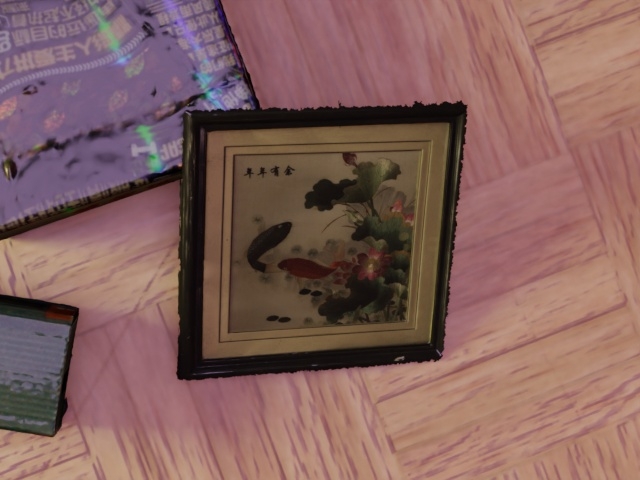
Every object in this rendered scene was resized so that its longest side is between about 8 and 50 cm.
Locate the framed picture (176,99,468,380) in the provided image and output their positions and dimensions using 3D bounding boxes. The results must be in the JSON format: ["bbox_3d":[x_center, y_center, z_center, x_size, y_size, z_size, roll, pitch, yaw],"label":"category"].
[{"bbox_3d":[0.000,0.000,0.992,0.195,0.010,0.199,-3,113,-15],"label":"framed picture"}]

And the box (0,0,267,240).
[{"bbox_3d":[-0.179,-0.177,0.986,0.198,0.084,0.310,-20,90,-8],"label":"box"}]

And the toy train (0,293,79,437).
[{"bbox_3d":[-0.366,0.054,0.953,0.409,0.089,0.086,10,92,-7],"label":"toy train"}]
